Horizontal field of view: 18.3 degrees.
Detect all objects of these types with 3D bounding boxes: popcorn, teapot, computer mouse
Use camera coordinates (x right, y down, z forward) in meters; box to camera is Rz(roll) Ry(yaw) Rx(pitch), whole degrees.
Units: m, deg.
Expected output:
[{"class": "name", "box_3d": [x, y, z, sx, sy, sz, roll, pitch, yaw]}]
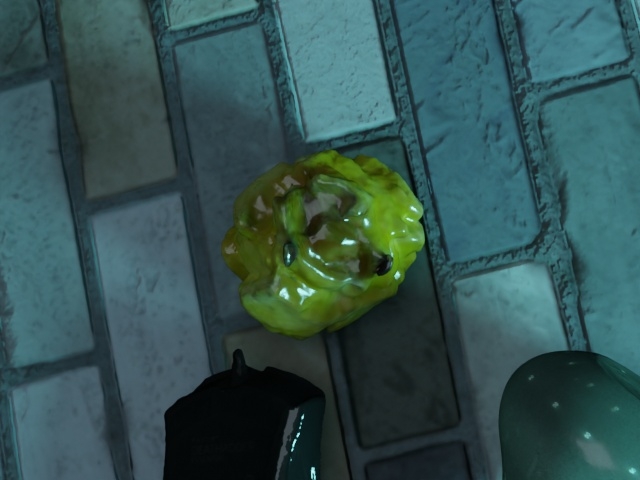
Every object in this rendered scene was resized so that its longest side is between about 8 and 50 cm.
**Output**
[{"class": "popcorn", "box_3d": [0.000, 0.000, 1.622, 0.167, 0.152, 0.148, -45, 99, 1]}, {"class": "teapot", "box_3d": [0.176, 0.216, 1.516, 0.183, 0.183, 0.251, 39, 100, 18]}, {"class": "computer mouse", "box_3d": [-0.060, 0.221, 1.614, 0.147, 0.088, 0.264, -3, 78, 31]}]
